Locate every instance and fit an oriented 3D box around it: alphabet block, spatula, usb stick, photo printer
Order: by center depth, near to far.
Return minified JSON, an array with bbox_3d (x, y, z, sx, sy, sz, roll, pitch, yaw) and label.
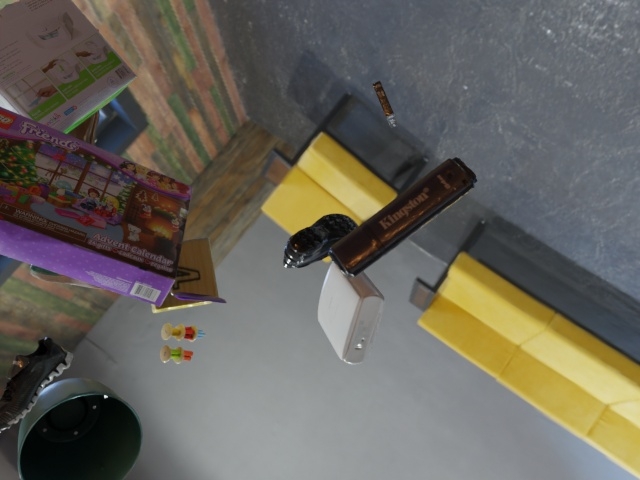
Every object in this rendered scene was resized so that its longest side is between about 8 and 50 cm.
[{"bbox_3d":[0.138,-0.039,0.990,0.077,0.278,0.045,55,-177,40],"label":"usb stick"},{"bbox_3d":[-0.318,0.068,1.085,0.296,0.030,0.084,25,175,-14],"label":"spatula"},{"bbox_3d":[-0.436,0.111,1.808,0.192,0.193,0.197,155,106,-71],"label":"alphabet block"},{"bbox_3d":[0.086,0.214,1.915,0.107,0.256,0.307,6,-157,-22],"label":"photo printer"}]

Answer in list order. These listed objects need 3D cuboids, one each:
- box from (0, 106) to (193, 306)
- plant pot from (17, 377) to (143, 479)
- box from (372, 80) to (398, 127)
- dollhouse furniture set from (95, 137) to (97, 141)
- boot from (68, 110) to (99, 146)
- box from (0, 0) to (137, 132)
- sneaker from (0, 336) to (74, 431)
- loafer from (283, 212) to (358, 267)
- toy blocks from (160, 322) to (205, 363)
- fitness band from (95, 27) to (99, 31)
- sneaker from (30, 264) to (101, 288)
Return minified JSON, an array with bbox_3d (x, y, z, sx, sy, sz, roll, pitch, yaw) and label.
[{"bbox_3d":[-0.316,-0.050,0.734,0.293,0.057,0.201,22,-146,-22],"label":"box"},{"bbox_3d":[-0.651,0.499,1.541,0.293,0.293,0.235,45,164,-32],"label":"plant pot"},{"bbox_3d":[0.140,-0.292,1.251,0.067,0.018,0.083,34,-145,-71],"label":"box"},{"bbox_3d":[-0.816,-0.318,1.713,0.161,0.212,0.242,54,-153,3],"label":"dollhouse furniture set"},{"bbox_3d":[-0.669,-0.324,1.559,0.115,0.112,0.305,44,-145,-74],"label":"boot"},{"bbox_3d":[-0.535,-0.325,1.118,0.127,0.262,0.231,-20,118,44],"label":"box"},{"bbox_3d":[-0.663,0.310,1.297,0.078,0.234,0.106,-2,127,32],"label":"sneaker"},{"bbox_3d":[0.000,0.000,1.227,0.076,0.223,0.078,46,128,15],"label":"loafer"},{"bbox_3d":[-0.434,0.331,1.863,0.054,0.123,0.148,-13,161,38],"label":"toy blocks"},{"bbox_3d":[-0.674,-0.502,1.370,0.291,0.054,0.209,8,-164,-1],"label":"fitness band"},{"bbox_3d":[-0.673,0.059,1.620,0.302,0.121,0.108,5,-177,19],"label":"sneaker"}]
